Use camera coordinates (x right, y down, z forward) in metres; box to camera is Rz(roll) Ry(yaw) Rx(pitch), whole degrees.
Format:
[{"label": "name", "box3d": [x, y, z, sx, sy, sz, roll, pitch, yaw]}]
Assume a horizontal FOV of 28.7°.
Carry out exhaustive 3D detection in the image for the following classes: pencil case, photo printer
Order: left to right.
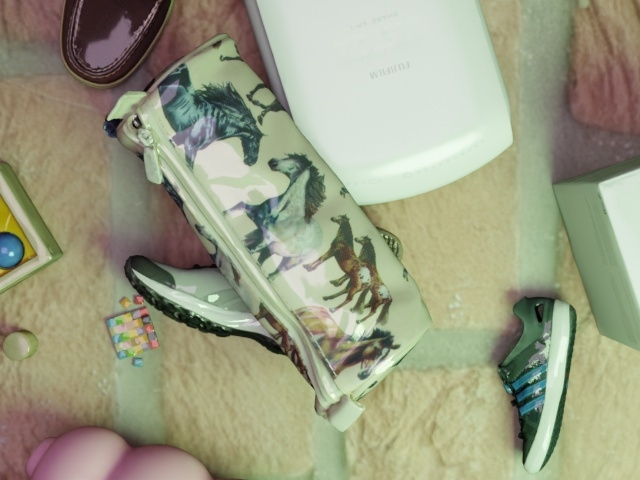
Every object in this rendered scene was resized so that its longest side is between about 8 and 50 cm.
[{"label": "pencil case", "box3d": [-0.049, -0.008, 1.305, 0.183, 0.160, 0.410, -36, 89, -40]}, {"label": "photo printer", "box3d": [0.067, -0.199, 1.407, 0.256, 0.107, 0.308, -17, 92, -2]}]

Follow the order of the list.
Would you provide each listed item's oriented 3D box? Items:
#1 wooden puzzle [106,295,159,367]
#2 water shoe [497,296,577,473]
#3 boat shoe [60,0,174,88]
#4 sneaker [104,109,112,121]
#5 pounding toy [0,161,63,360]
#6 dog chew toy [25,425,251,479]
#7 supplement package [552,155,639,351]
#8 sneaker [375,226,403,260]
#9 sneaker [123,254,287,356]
[{"label": "wooden puzzle", "box3d": [-0.218, 0.107, 1.456, 0.049, 0.006, 0.083, -18, 93, -2]}, {"label": "water shoe", "box3d": [0.245, 0.166, 1.455, 0.080, 0.073, 0.203, 10, 87, 19]}, {"label": "boat shoe", "box3d": [-0.200, -0.334, 1.383, 0.123, 0.123, 0.342, 26, 91, -3]}, {"label": "sneaker", "box3d": [-0.163, -0.090, 1.420, 0.185, 0.069, 0.084, 19, 86, -2]}, {"label": "pounding toy", "box3d": [-0.383, 0.045, 1.404, 0.181, 0.094, 0.206, -31, 92, -1]}, {"label": "dog chew toy", "box3d": [-0.175, 0.322, 1.376, 0.331, 0.206, 0.207, 31, 90, 5]}, {"label": "supplement package", "box3d": [0.375, 0.004, 1.378, 0.149, 0.203, 0.194, -19, 93, -2]}, {"label": "sneaker", "box3d": [0.000, 0.000, 1.429, 0.188, 0.071, 0.066, 17, 88, 1]}, {"label": "sneaker", "box3d": [-0.089, 0.060, 1.424, 0.271, 0.100, 0.108, 16, 78, -7]}]
